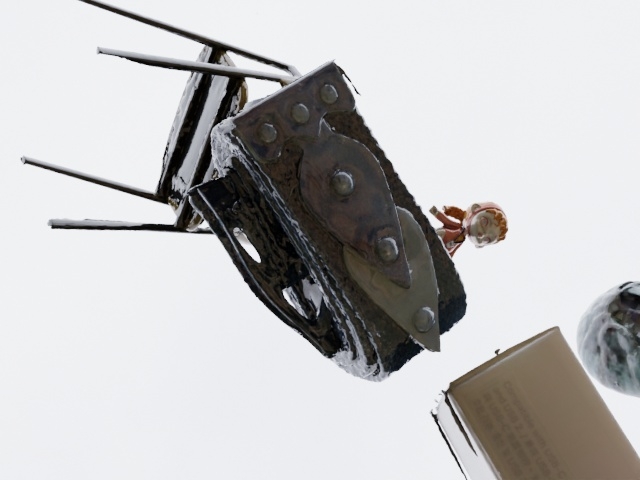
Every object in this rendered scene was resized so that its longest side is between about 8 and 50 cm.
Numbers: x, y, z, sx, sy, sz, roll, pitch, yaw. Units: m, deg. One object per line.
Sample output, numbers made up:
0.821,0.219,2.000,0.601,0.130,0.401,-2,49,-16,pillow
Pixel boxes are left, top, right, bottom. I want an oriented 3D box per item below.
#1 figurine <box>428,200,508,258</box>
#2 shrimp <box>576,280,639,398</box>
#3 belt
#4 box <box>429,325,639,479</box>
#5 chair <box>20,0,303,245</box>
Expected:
0.113,-0.006,0.833,0.109,0.047,0.064,-20,-64,-12,figurine
0.378,0.094,0.798,0.172,0.372,0.137,45,-120,-37,shrimp
0.001,0.000,0.679,0.128,0.122,0.218,-35,-87,-24,belt
0.188,0.207,0.721,0.106,0.203,0.252,-27,-106,-5,box
-0.102,-0.082,0.798,0.246,0.172,0.159,9,-65,-32,chair
